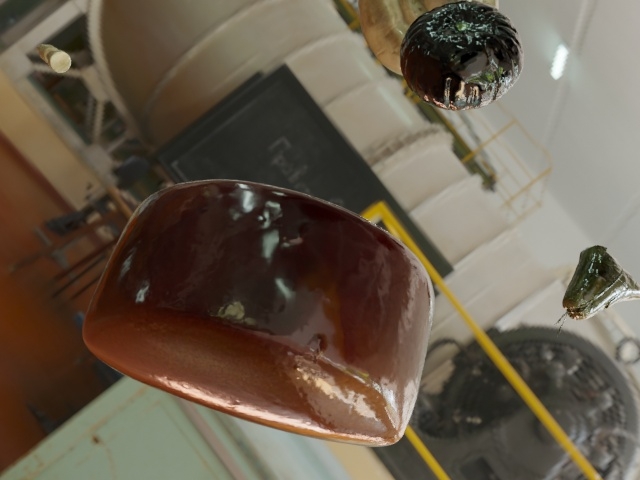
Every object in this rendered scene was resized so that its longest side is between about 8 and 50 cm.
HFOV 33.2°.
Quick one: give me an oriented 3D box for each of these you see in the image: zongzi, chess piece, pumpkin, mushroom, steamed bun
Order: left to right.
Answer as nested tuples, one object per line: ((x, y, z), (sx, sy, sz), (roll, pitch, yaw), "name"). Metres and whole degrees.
((-0.435, -0.299, 1.733), (0.092, 0.035, 0.035), (36, -12, 50), "chess piece")
((-0.058, 0.075, 1.191), (0.379, 0.235, 0.248), (19, -29, 0), "steamed bun")
((0.196, -0.420, 1.882), (0.234, 0.254, 0.260), (123, -25, -72), "mushroom")
((0.223, -0.290, 1.704), (0.202, 0.202, 0.140), (53, -22, 38), "pumpkin")
((0.405, 0.098, 1.532), (0.130, 0.154, 0.062), (41, -32, -19), "zongzi")
